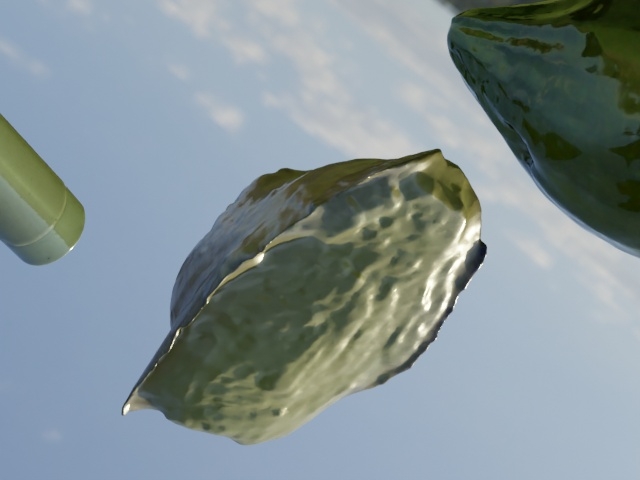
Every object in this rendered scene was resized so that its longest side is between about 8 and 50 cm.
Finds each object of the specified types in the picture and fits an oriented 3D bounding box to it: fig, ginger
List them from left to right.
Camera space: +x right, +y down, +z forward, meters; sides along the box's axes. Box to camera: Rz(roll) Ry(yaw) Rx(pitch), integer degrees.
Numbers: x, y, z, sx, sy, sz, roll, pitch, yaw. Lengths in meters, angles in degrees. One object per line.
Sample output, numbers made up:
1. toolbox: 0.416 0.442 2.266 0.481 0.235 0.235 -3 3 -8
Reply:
1. ginger: 0.002 0.000 0.858 0.115 0.193 0.123 25 -137 -24
2. fig: 0.188 -0.067 1.080 0.233 0.167 0.167 9 -165 -5

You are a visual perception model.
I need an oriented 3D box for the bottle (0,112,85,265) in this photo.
1. bottle: -0.263 -0.061 1.535 0.072 0.072 0.201 48 177 42
